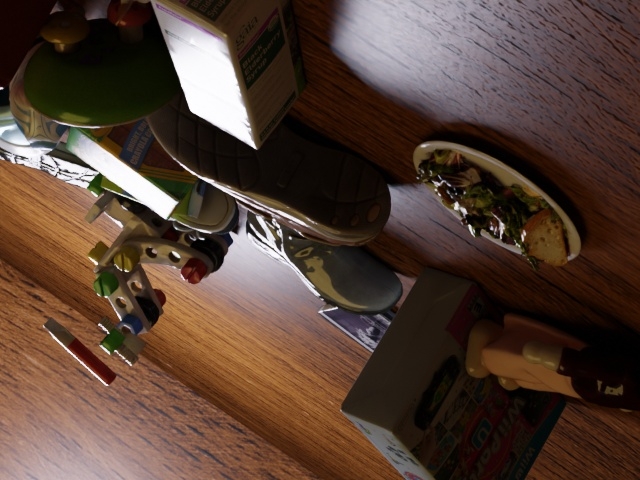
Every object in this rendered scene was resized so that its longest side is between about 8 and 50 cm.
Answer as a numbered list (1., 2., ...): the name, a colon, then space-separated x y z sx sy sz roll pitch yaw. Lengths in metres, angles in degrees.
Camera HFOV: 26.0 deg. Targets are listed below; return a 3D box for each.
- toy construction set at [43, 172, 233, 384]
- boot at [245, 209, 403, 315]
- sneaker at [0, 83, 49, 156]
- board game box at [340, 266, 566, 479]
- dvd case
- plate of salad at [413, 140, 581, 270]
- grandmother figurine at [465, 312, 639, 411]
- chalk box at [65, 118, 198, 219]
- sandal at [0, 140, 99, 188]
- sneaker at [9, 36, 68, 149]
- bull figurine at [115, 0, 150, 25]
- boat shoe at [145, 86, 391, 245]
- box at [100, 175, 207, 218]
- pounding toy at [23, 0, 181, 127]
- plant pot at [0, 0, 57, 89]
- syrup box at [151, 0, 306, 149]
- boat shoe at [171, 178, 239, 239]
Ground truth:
1. toy construction set: -0.321 0.037 2.191 0.237 0.309 0.257 43 155 -9
2. boot: 0.000 0.000 1.813 0.246 0.083 0.161 31 158 10
3. sneaker: -0.556 -0.262 2.103 0.366 0.135 0.150 22 153 12
4. board game box: 0.179 0.215 1.801 0.097 0.224 0.303 16 156 42
5. dvd case: 0.096 0.144 2.127 0.164 0.018 0.221 37 163 -11
6. plate of salad: 0.175 -0.031 1.427 0.200 0.048 0.200 32 164 10
7. grandmother figurine: 0.316 0.151 1.594 0.208 0.104 0.342 13 177 -37
8. chalk box: -0.236 -0.147 1.757 0.213 0.132 0.132 36 164 -7
9. sandal: -0.470 -0.174 2.249 0.302 0.086 0.120 23 160 -12
10. sneaker: -0.336 -0.198 1.696 0.085 0.237 0.086 4 128 -7
11. bull figurine: -0.232 -0.327 1.308 0.310 0.101 0.188 40 159 -24
12. boat shoe: -0.067 -0.083 1.636 0.324 0.123 0.116 33 166 12
13. box: -0.225 -0.102 1.904 0.178 0.109 0.042 20 -172 43
14. pounding toy: -0.270 -0.234 1.582 0.237 0.183 0.110 29 137 31
15. plant pot: -0.427 -0.306 1.498 0.267 0.267 0.236 19 167 43
16. syrup box: -0.087 -0.198 1.391 0.096 0.093 0.237 31 163 15
17. boat shoe: -0.188 -0.064 1.957 0.254 0.095 0.079 26 166 43
